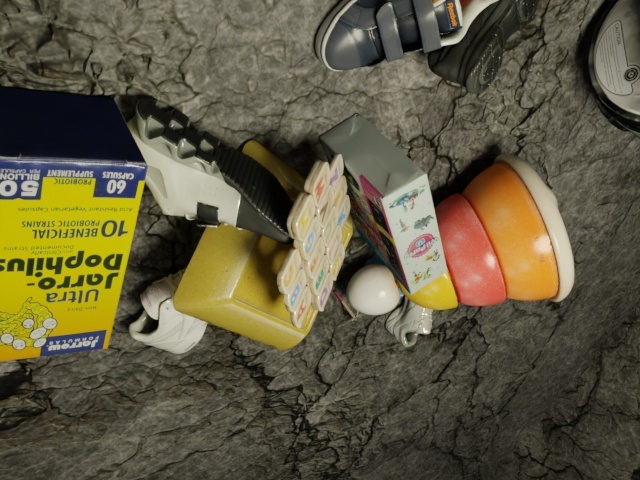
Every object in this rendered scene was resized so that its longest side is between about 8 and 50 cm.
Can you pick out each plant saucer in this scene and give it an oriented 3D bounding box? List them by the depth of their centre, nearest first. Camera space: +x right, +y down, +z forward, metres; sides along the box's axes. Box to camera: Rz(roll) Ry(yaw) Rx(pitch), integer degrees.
[{"bbox_3d":[-0.072,0.033,1.179,0.333,0.081,0.332,32,79,-48],"label":"plant saucer"}]

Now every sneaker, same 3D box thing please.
[{"bbox_3d":[-0.183,-0.080,1.025,0.331,0.122,0.146,36,120,-14],"label":"sneaker"},{"bbox_3d":[0.148,-0.370,1.025,0.321,0.127,0.126,-34,141,-1],"label":"sneaker"},{"bbox_3d":[0.292,-0.399,1.112,0.286,0.130,0.109,-55,149,-13],"label":"sneaker"},{"bbox_3d":[-0.248,0.104,1.206,0.152,0.114,0.305,23,113,-47],"label":"sneaker"},{"bbox_3d":[0.266,0.187,1.645,0.090,0.115,0.232,1,128,-33],"label":"sneaker"}]

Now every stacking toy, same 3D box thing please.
[{"bbox_3d":[0.281,0.037,1.412,0.480,0.350,0.350,-20,139,3],"label":"stacking toy"}]

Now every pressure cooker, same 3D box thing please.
[{"bbox_3d":[0.760,-0.368,1.267,0.421,0.370,0.375,12,117,-45],"label":"pressure cooker"}]

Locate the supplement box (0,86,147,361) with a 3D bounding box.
[{"bbox_3d":[-0.403,-0.018,0.920,0.194,0.195,0.356,-2,130,-34],"label":"supplement box"}]

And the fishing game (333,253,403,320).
[{"bbox_3d":[0.169,0.099,1.546,0.264,0.041,0.189,-34,134,-1],"label":"fishing game"}]

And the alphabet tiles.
[{"bbox_3d":[0.000,0.000,1.089,0.284,0.021,0.277,77,32,-53],"label":"alphabet tiles"}]

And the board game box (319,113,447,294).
[{"bbox_3d":[0.129,-0.066,1.224,0.098,0.224,0.303,-33,139,-5],"label":"board game box"}]
